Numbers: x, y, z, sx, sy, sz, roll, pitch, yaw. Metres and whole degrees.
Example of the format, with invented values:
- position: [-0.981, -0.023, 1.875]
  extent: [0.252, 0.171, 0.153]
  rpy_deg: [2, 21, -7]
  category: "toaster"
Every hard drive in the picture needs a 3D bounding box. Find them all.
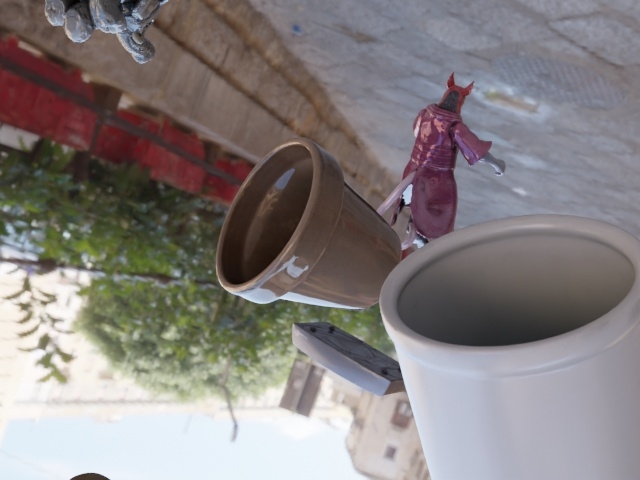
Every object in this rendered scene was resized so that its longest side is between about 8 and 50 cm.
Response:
- position: [0.070, 0.250, 1.762]
  extent: [0.254, 0.054, 0.172]
  rpy_deg: [28, -171, 28]
  category: "hard drive"

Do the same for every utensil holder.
- position: [0.278, 0.209, 1.085]
  extent: [0.327, 0.385, 0.327]
  rpy_deg: [-13, -157, 6]
  category: "utensil holder"

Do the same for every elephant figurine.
- position: [-0.313, -0.393, 1.316]
  extent: [0.186, 0.169, 0.239]
  rpy_deg: [-20, 180, 29]
  category: "elephant figurine"

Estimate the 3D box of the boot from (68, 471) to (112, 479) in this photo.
- position: [-0.371, 0.550, 1.444]
  extent: [0.095, 0.203, 0.262]
  rpy_deg: [-14, -146, -38]
  category: "boot"

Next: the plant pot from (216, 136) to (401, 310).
- position: [0.000, 0.000, 1.312]
  extent: [0.229, 0.263, 0.263]
  rpy_deg: [26, 176, -29]
  category: "plant pot"

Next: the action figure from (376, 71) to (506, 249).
- position: [0.231, -0.181, 1.789]
  extent: [0.275, 0.370, 0.248]
  rpy_deg: [-5, -156, -40]
  category: "action figure"
